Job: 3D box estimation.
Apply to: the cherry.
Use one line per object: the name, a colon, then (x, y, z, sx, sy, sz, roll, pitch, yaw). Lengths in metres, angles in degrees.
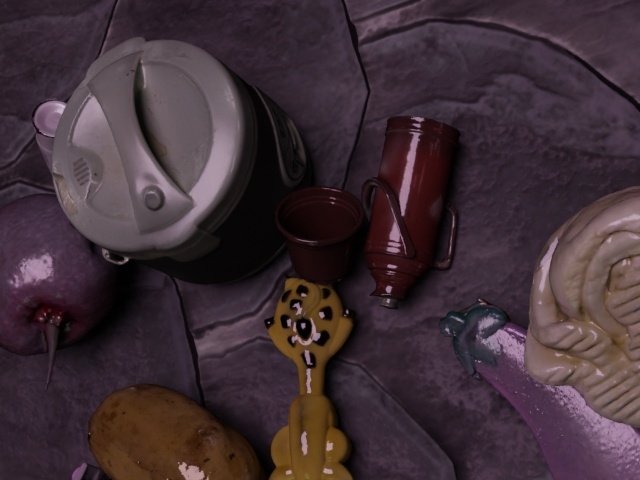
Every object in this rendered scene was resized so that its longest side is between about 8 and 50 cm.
cherry: (-0.373, 0.047, 1.489, 0.213, 0.183, 0.266, -36, 61, 14)

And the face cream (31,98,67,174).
face cream: (-0.350, -0.113, 1.503, 0.058, 0.244, 0.092, -12, 70, -11)

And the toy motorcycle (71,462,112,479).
toy motorcycle: (-0.363, 0.435, 1.415, 0.188, 0.143, 0.327, 26, 81, 27)

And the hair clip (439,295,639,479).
hair clip: (0.276, 0.206, 1.228, 0.110, 0.095, 0.359, -32, 68, -11)

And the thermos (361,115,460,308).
thermos: (0.110, -0.029, 1.353, 0.124, 0.099, 0.232, 12, 82, -13)

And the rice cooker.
rice cooker: (-0.173, -0.097, 1.388, 0.288, 0.277, 0.288, -7, 73, 22)

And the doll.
doll: (-0.010, 0.179, 1.355, 0.117, 0.086, 0.291, -8, 72, 17)

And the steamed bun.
steamed bun: (0.370, 0.049, 1.152, 0.280, 0.207, 0.268, 25, 123, 6)

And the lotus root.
lotus root: (-0.166, 0.275, 1.352, 0.284, 0.160, 0.146, 31, 89, 35)

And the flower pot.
flower pot: (0.000, 0.000, 1.358, 0.111, 0.089, 0.111, -1, 41, 1)
